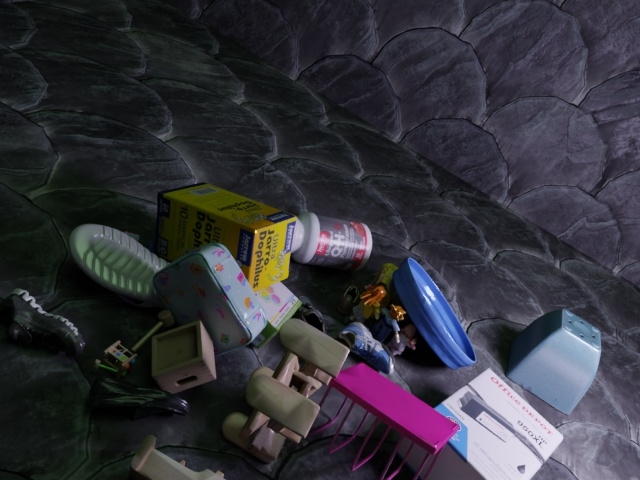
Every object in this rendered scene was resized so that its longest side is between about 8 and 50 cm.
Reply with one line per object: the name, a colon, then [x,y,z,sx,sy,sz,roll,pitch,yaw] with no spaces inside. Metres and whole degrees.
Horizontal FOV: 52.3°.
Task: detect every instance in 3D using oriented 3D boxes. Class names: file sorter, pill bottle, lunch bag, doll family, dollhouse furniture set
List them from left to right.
lunch bag: [-0.284,0.150,1.649,0.279,0.224,0.108,59,34,-7]
dollhouse furniture set: [-0.176,0.367,1.356,0.256,0.362,0.394,31,60,0]
pill bottle: [0.000,0.000,2.206,0.319,0.176,0.176,10,35,-29]
file sorter: [0.141,0.459,1.557,0.291,0.182,0.202,30,12,23]
doll family: [0.185,0.236,1.993,0.118,0.163,0.263,0,46,-46]

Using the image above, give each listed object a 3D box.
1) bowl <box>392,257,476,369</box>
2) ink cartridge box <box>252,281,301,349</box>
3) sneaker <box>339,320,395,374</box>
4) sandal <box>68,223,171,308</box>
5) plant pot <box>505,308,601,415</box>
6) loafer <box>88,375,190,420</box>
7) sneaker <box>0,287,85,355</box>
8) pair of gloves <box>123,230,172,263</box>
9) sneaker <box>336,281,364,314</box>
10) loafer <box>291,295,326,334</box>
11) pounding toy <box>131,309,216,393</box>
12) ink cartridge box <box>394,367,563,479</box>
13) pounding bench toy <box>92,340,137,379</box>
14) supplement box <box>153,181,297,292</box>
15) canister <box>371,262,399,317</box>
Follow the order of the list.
bowl: [0.360,0.236,2.089,0.391,0.077,0.391,52,14,-19]
ink cartridge box: [-0.200,0.151,1.826,0.255,0.097,0.189,45,27,-2]
sneaker: [0.137,0.328,1.937,0.081,0.080,0.211,-11,39,-39]
sandal: [-0.485,0.106,1.733,0.416,0.102,0.169,31,43,-21]
plant pot: [0.823,0.386,2.236,0.248,0.252,0.247,33,30,5]
loafer: [-0.401,0.363,1.443,0.223,0.076,0.078,20,61,-24]
sneaker: [-0.645,0.201,1.471,0.234,0.078,0.106,32,33,13]
pair of gloves: [-0.510,0.034,1.883,0.198,0.023,0.159,18,32,-19]
sneaker: [0.113,0.175,2.140,0.066,0.071,0.188,31,31,4]
loafer: [-0.019,0.251,1.903,0.096,0.084,0.267,14,34,-24]
pounding toy: [-0.357,0.267,1.583,0.181,0.094,0.206,-19,40,2]
ink cartridge box: [0.435,0.548,1.753,0.285,0.166,0.395,44,33,23]
pounding bench toy: [-0.475,0.286,1.504,0.065,0.052,0.083,35,31,9]
supplement box: [-0.273,-0.015,1.837,0.357,0.194,0.195,20,23,28]
canister: [0.204,0.168,2.176,0.073,0.126,0.170,30,32,2]
